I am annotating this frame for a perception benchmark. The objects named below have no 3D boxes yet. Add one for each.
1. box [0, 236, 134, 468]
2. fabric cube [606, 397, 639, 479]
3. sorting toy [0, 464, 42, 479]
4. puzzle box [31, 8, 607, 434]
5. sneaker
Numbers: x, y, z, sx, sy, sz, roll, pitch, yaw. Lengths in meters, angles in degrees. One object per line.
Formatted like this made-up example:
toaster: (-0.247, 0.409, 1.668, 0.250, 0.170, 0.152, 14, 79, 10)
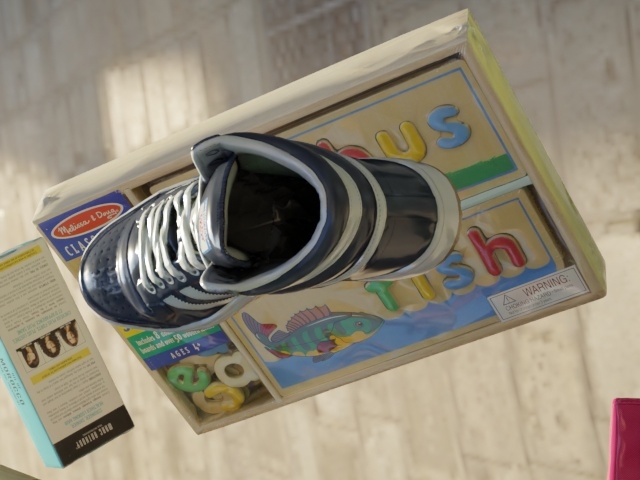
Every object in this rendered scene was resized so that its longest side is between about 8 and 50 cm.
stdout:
box: (-0.312, 0.127, 1.737, 0.060, 0.100, 0.244, -12, 104, 59)
fabric cube: (0.387, 0.330, 1.430, 0.259, 0.254, 0.258, 81, -165, -48)
sorting toy: (-0.327, 0.267, 1.198, 0.089, 0.257, 0.255, -76, 10, -49)
puzzle box: (0.000, 0.000, 1.283, 0.272, 0.408, 0.052, 56, -155, -28)
sneaker: (-0.071, -0.001, 0.933, 0.282, 0.153, 0.099, -12, 83, 32)
